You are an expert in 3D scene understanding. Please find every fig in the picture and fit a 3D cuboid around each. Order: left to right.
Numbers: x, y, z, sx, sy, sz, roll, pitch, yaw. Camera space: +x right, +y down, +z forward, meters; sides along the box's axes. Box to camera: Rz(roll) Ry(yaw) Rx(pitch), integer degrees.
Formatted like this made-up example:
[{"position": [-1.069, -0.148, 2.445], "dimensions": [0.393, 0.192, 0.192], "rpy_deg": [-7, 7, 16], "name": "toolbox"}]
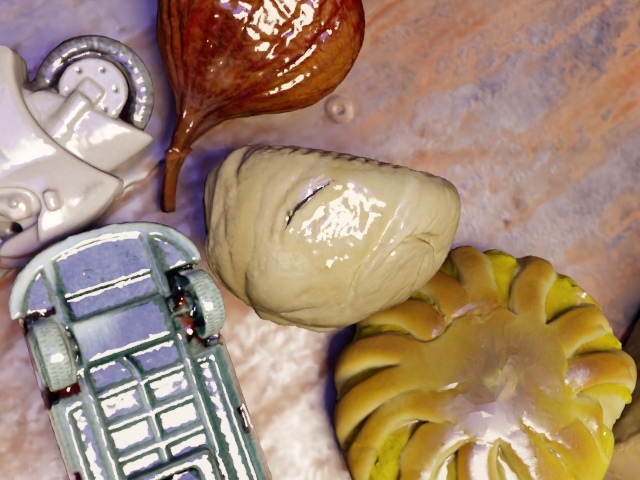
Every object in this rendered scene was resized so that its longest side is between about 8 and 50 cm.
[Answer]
[{"position": [-0.069, -0.120, 0.518], "dimensions": [0.146, 0.134, 0.201], "rpy_deg": [38, 82, 3], "name": "fig"}]

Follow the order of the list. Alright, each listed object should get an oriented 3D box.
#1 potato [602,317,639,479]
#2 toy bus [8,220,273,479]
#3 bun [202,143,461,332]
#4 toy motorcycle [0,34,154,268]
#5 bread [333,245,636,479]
[{"position": [0.338, 0.123, 0.555], "dimensions": [0.211, 0.189, 0.264], "rpy_deg": [43, 73, -6], "name": "potato"}, {"position": [-0.099, 0.126, 0.469], "dimensions": [0.121, 0.120, 0.265], "rpy_deg": [-19, 86, -21], "name": "toy bus"}, {"position": [0.000, 0.000, 0.492], "dimensions": [0.173, 0.166, 0.114], "rpy_deg": [6, 96, -39], "name": "bun"}, {"position": [-0.230, -0.041, 0.472], "dimensions": [0.260, 0.110, 0.171], "rpy_deg": [-6, 95, -11], "name": "toy motorcycle"}, {"position": [0.108, 0.101, 0.523], "dimensions": [0.213, 0.105, 0.214], "rpy_deg": [-1, 69, 4], "name": "bread"}]
